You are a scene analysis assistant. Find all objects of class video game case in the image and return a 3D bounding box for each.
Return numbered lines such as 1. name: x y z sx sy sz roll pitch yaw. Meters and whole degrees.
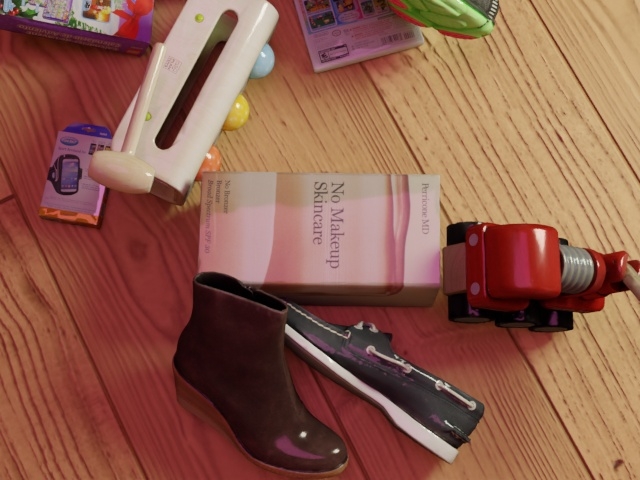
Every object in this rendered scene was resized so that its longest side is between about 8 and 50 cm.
1. video game case: 0.049 -0.316 1.467 0.157 0.019 0.143 -15 77 -2

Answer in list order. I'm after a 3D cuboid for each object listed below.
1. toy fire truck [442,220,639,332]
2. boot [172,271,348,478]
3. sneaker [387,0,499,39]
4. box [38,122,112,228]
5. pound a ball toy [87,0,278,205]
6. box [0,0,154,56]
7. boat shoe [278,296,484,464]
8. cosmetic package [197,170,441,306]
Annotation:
1. toy fire truck: 0.293 0.051 1.236 0.217 0.246 0.158 10 74 -36
2. boot: -0.063 0.165 1.266 0.248 0.206 0.090 24 37 12
3. sneaker: 0.088 -0.467 1.390 0.202 0.185 0.482 -37 74 8
4. box: -0.320 -0.088 1.416 0.081 0.028 0.136 10 75 3
5. pound a ball toy: -0.160 -0.173 1.340 0.136 0.208 0.319 27 78 -5
6. box: -0.322 -0.411 1.438 0.201 0.057 0.293 8 76 -22
7. boat shoe: 0.063 0.154 1.317 0.302 0.114 0.091 37 80 -3
8. cosmetic package: 0.000 0.000 1.338 0.296 0.129 0.153 0 76 0
